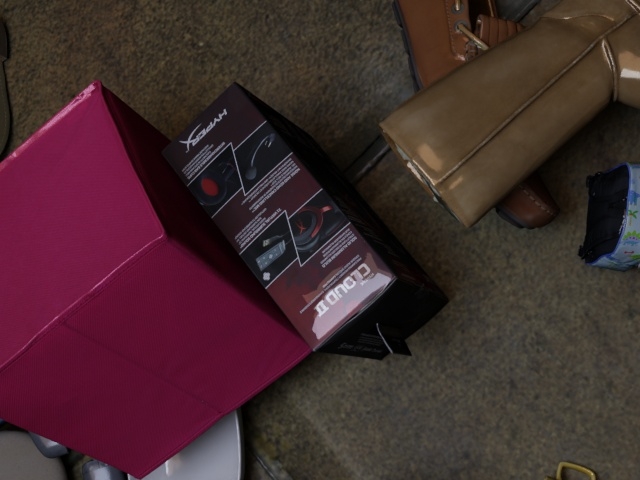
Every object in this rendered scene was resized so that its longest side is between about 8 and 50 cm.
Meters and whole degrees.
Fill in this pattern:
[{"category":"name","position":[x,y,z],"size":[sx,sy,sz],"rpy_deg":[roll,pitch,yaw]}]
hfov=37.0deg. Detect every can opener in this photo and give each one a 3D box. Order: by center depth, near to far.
[{"category":"can opener","position":[-0.268,0.282,1.103],"size":[0.095,0.076,0.283],"rpy_deg":[-17,74,-5]}]

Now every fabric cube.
[{"category":"fabric cube","position":[-0.208,0.046,0.993],"size":[0.259,0.258,0.254],"rpy_deg":[-38,47,9]}]

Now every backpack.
[{"category":"backpack","position":[0.311,-0.024,0.939],"size":[0.084,0.114,0.105],"rpy_deg":[8,81,1]}]

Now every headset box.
[{"category":"headset box","position":[0.000,0.000,0.988],"size":[0.110,0.218,0.293],"rpy_deg":[-42,70,9]}]

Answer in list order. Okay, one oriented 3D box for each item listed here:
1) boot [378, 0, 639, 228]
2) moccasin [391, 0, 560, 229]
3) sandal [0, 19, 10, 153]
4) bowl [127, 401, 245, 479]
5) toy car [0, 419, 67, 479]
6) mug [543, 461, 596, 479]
[{"category":"boot","position":[0.229,-0.102,0.886],"size":[0.269,0.089,0.236],"rpy_deg":[-38,70,-2]},{"category":"moccasin","position":[0.177,-0.192,1.014],"size":[0.147,0.139,0.380],"rpy_deg":[-24,64,23]},{"category":"sandal","position":[-0.468,-0.186,1.276],"size":[0.079,0.088,0.240],"rpy_deg":[-20,64,48]},{"category":"bowl","position":[-0.148,0.227,1.089],"size":[0.142,0.053,0.142],"rpy_deg":[-10,78,18]},{"category":"toy car","position":[-0.431,0.336,1.127],"size":[0.238,0.210,0.219],"rpy_deg":[-38,83,39]},{"category":"mug","position":[0.247,0.264,0.941],"size":[0.064,0.062,0.078],"rpy_deg":[15,92,13]}]
